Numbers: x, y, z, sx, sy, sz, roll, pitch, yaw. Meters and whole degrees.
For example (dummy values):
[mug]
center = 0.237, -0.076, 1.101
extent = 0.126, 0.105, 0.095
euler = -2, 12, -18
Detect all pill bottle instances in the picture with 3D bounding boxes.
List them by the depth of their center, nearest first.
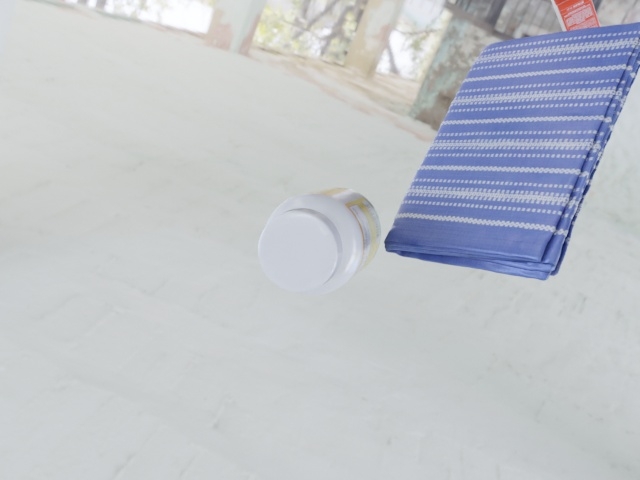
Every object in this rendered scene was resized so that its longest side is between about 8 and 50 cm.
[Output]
[pill bottle]
center = 0.000, 0.000, 0.882
extent = 0.117, 0.118, 0.208
euler = 26, -168, 9

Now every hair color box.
[hair color box]
center = 0.403, -0.344, 1.174
extent = 0.167, 0.053, 0.093
euler = 47, -152, -45

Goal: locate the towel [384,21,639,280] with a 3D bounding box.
[towel]
center = 0.231, -0.112, 0.892
extent = 0.243, 0.336, 0.040
euler = 8, 153, 48
